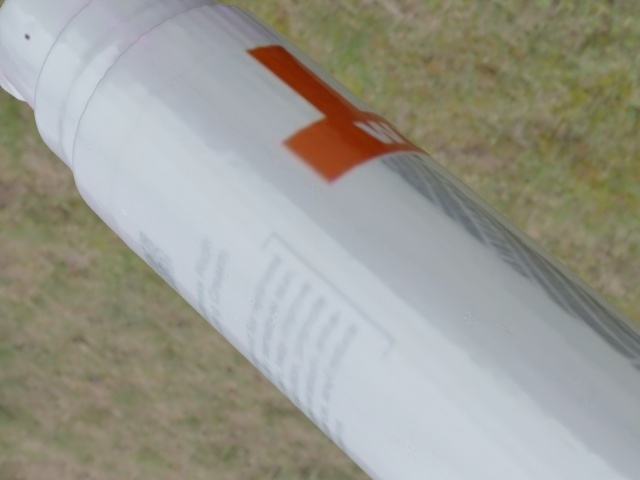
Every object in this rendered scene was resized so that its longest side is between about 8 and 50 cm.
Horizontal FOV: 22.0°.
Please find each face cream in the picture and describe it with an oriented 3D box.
[{"bbox_3d":[0.000,0.000,0.590,0.345,0.102,0.102,42,151,30],"label":"face cream"}]
